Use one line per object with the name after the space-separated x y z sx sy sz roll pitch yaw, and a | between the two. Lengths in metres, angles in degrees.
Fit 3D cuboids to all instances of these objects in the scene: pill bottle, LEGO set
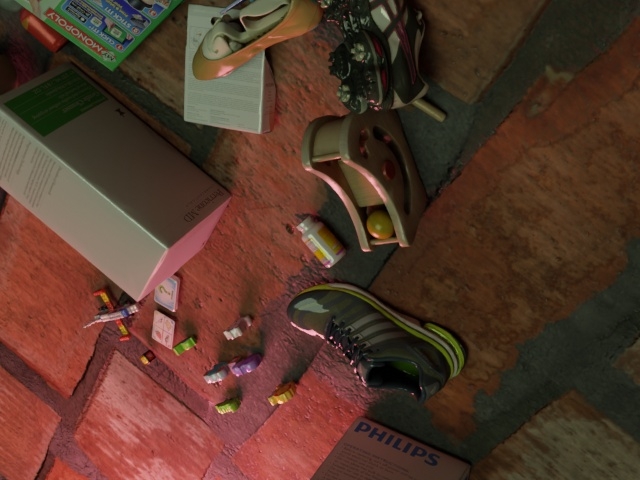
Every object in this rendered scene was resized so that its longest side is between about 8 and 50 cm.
0.000 0.000 1.497 0.083 0.043 0.043 49 132 -4 | pill bottle
-0.360 0.133 1.801 0.182 0.060 0.244 28 130 19 | LEGO set

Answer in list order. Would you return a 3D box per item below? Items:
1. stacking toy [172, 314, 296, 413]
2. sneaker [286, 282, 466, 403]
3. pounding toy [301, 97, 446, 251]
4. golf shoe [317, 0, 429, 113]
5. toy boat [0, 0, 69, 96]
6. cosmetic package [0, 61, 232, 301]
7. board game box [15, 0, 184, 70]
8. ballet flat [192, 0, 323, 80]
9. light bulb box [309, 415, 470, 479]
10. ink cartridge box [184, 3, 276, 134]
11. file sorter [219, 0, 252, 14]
-0.165 0.240 1.749 0.221 0.052 0.167 -22 106 40 | stacking toy
0.074 0.161 1.502 0.300 0.121 0.111 19 127 21 | sneaker
0.083 -0.115 1.297 0.155 0.154 0.269 -7 115 35 | pounding toy
0.068 -0.302 1.232 0.105 0.120 0.272 -1 97 56 | golf shoe
-0.562 -0.293 1.564 0.318 0.267 0.148 -41 102 11 | toy boat
-0.356 -0.099 1.555 0.365 0.197 0.155 38 131 4 | cosmetic package
-0.376 -0.407 1.386 0.317 0.046 0.213 35 137 -25 | board game box
-0.106 -0.298 1.333 0.232 0.073 0.080 -21 62 27 | ballet flat
0.062 0.565 1.610 0.225 0.361 0.357 21 128 21 | light bulb box
-0.136 -0.259 1.431 0.145 0.045 0.179 13 106 25 | ink cartridge box
-0.120 -0.409 1.268 0.118 0.104 0.170 -22 105 39 | file sorter
